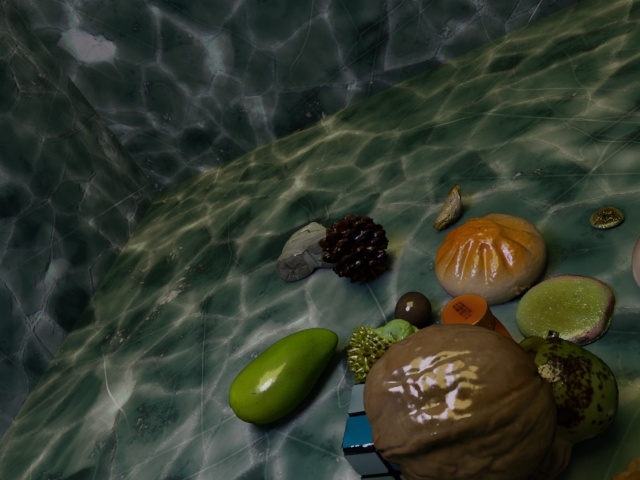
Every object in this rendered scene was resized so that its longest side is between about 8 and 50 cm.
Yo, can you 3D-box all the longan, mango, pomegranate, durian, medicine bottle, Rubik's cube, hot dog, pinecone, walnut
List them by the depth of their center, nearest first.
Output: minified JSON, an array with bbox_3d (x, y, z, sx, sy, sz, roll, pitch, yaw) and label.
[{"bbox_3d":[0.226,0.284,0.977,0.313,0.277,0.252,-33,14,21],"label":"walnut"},{"bbox_3d":[0.414,0.309,1.084,0.276,0.204,0.222,-43,3,-25],"label":"pomegranate"},{"bbox_3d":[0.164,0.407,1.216,0.167,0.180,0.183,-17,30,24],"label":"Rubik's cube"},{"bbox_3d":[0.350,0.228,1.259,0.112,0.222,0.149,-33,28,0],"label":"medicine bottle"},{"bbox_3d":[0.163,0.281,1.375,0.200,0.177,0.237,-6,-5,9],"label":"durian"},{"bbox_3d":[0.244,0.187,1.561,0.113,0.092,0.113,-36,28,22],"label":"longan"},{"bbox_3d":[-0.091,0.356,1.566,0.343,0.156,0.192,-39,31,-14],"label":"mango"},{"bbox_3d":[0.116,0.032,1.811,0.221,0.221,0.221,-24,30,15],"label":"pinecone"},{"bbox_3d":[0.418,-0.098,1.853,0.169,0.061,0.078,-61,2,-9],"label":"hot dog"}]

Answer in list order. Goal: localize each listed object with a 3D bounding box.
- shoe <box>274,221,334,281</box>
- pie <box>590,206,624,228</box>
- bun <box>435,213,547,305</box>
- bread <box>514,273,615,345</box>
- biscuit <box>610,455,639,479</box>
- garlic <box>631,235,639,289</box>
[{"bbox_3d":[0.000,0.000,2.042,0.341,0.132,0.211,-23,33,25],"label":"shoe"},{"bbox_3d":[0.746,-0.059,1.513,0.084,0.021,0.084,-25,29,15],"label":"pie"},{"bbox_3d":[0.439,0.029,1.536,0.298,0.165,0.299,-25,31,16],"label":"bun"},{"bbox_3d":[0.565,0.157,1.352,0.228,0.034,0.229,-24,29,14],"label":"bread"},{"bbox_3d":[0.578,0.436,0.854,0.325,0.107,0.326,-22,29,13],"label":"biscuit"},{"bbox_3d":[0.743,0.034,1.195,0.217,0.110,0.228,-54,40,38],"label":"garlic"}]
